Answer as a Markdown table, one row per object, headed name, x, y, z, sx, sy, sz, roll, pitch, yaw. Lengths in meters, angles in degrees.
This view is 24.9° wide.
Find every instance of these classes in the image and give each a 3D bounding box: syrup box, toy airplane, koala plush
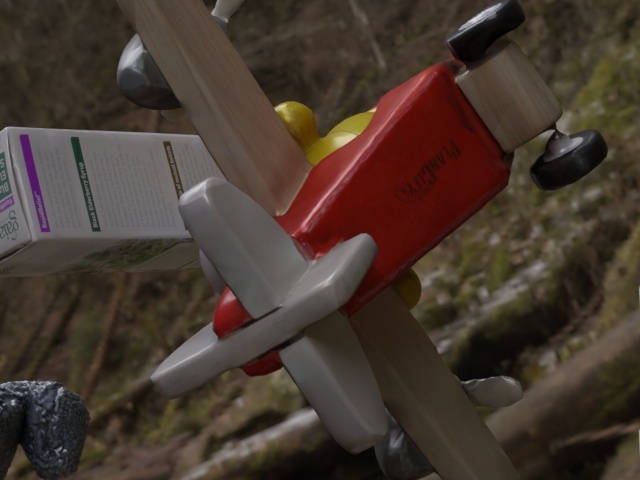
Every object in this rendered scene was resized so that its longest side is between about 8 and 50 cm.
| name | x | y | z | sx | sy | sz | roll | pitch | yaw |
| --- | --- | --- | --- | --- | --- | --- | --- | --- | --- |
| syrup box | -0.170 | -0.029 | 1.160 | 0.236 | 0.096 | 0.093 | 0 | -19 | -46 |
| toy airplane | 0.000 | 0.000 | 1.024 | 0.384 | 0.386 | 0.272 | 15 | -26 | -38 |
| koala plush | -0.317 | 0.213 | 1.161 | 0.203 | 0.196 | 0.221 | -22 | 50 | 23 |
